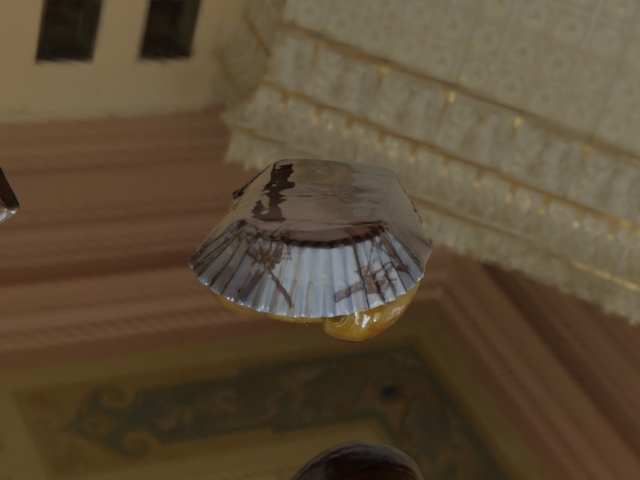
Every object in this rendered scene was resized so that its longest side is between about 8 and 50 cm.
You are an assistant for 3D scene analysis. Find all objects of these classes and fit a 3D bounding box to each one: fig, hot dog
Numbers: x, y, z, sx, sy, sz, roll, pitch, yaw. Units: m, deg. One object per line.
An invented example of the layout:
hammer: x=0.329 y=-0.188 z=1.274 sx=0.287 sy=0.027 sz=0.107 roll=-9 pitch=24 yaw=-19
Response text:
fig: x=-0.022 y=0.351 z=1.604 sx=0.321 sy=0.217 sz=0.217 roll=-23 pitch=-139 yaw=-1
hot dog: x=0.000 y=0.000 z=0.719 sx=0.108 sy=0.059 sz=0.191 roll=7 pitch=-163 yaw=4

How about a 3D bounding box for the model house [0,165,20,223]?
model house: x=-0.379 y=-0.024 z=1.331 sx=0.166 sy=0.183 sz=0.172 roll=57 pitch=-172 yaw=4
